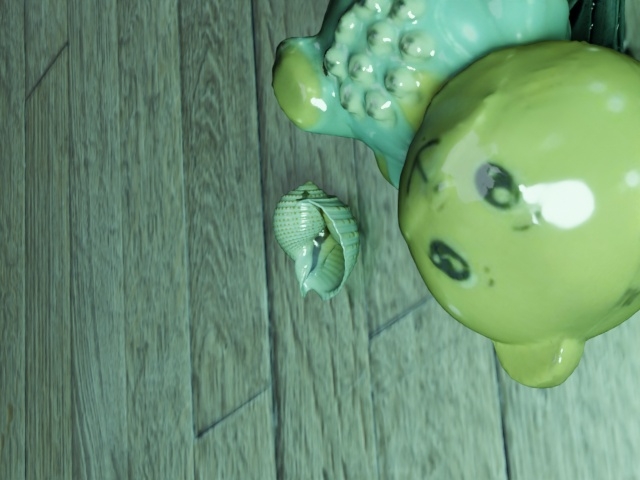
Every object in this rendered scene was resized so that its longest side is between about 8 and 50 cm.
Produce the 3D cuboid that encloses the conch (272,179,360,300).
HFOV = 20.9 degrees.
[{"bbox_3d":[0.003,-0.003,1.307,0.076,0.056,0.085,2,116,48],"label":"conch"}]

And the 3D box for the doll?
[{"bbox_3d":[0.101,-0.059,0.967,0.177,0.161,0.260,-57,45,31],"label":"doll"}]

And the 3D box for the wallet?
[{"bbox_3d":[0.144,-0.131,1.075,0.129,0.026,0.088,-11,74,63],"label":"wallet"}]
